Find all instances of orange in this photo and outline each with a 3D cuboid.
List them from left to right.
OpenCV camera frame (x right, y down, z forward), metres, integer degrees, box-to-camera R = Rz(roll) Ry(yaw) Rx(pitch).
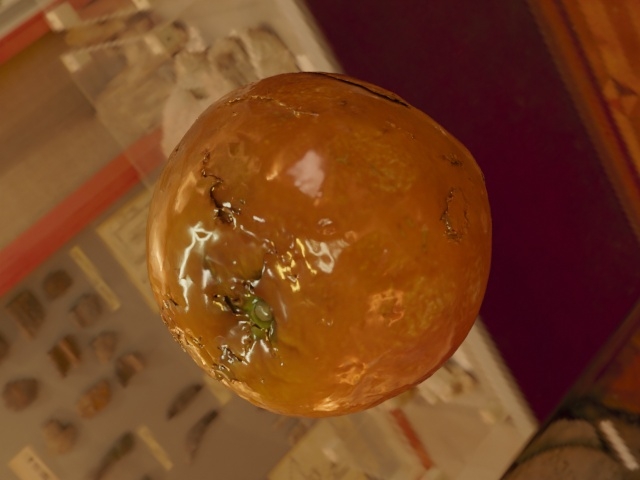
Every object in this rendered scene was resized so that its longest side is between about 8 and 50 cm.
[{"bbox_3d":[0.000,0.000,0.795,0.246,0.246,0.246,34,151,22],"label":"orange"}]
